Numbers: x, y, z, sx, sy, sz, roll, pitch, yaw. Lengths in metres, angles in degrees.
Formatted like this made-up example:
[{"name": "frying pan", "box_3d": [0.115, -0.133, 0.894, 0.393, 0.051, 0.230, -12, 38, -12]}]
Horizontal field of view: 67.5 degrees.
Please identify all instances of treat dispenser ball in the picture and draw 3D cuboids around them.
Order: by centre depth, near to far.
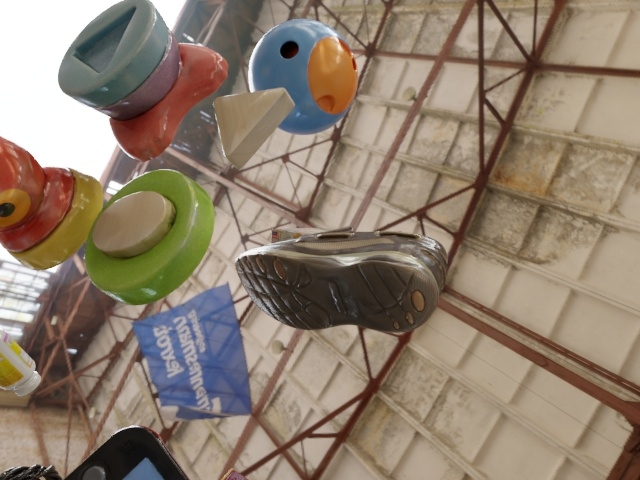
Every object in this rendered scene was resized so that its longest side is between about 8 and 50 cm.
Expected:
[{"name": "treat dispenser ball", "box_3d": [-0.044, -0.424, 1.260, 0.288, 0.288, 0.289, -21, -122, 38]}]

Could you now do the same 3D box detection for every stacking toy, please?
[{"name": "stacking toy", "box_3d": [-0.206, -0.102, 0.457, 0.279, 0.130, 0.309, 23, -104, 35]}]

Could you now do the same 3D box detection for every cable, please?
[{"name": "cable", "box_3d": [-0.553, 0.488, 0.868, 0.047, 0.184, 0.151, 4, -108, 30]}]

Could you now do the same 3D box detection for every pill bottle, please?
[{"name": "pill bottle", "box_3d": [-0.367, 0.145, 0.561, 0.043, 0.083, 0.043, -14, -146, 10]}]

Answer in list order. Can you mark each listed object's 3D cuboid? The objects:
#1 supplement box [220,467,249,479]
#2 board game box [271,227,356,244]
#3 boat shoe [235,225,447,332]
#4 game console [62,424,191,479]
[{"name": "supplement box", "box_3d": [-0.206, 0.630, 1.220, 0.083, 0.055, 0.043, 7, -145, 42]}, {"name": "board game box", "box_3d": [0.000, 0.000, 1.091, 0.193, 0.146, 0.045, 9, -81, 52]}, {"name": "boat shoe", "box_3d": [0.024, 0.051, 0.703, 0.355, 0.130, 0.133, 3, -62, 39]}, {"name": "game console", "box_3d": [-0.323, 0.543, 0.769, 0.342, 0.060, 0.386, -40, -117, -21]}]
